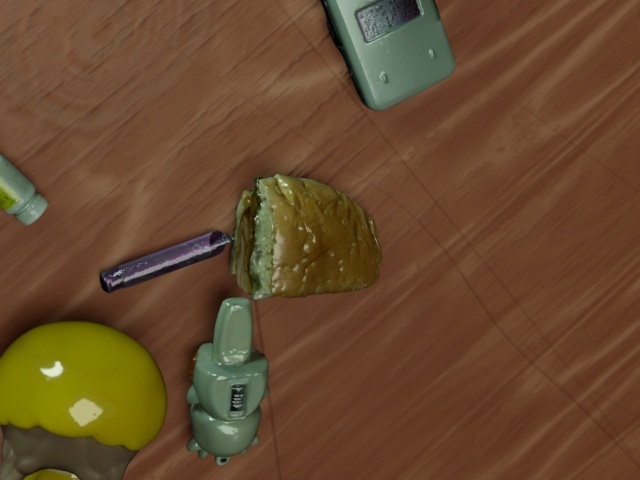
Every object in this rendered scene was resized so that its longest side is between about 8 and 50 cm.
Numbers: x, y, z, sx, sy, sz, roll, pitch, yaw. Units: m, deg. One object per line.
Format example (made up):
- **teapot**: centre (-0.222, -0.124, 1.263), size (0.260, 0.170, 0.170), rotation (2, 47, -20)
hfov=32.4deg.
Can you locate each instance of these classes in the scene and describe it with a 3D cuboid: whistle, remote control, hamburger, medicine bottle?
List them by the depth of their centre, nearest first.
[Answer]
- **medicine bottle**: centre (-0.367, -0.059, 1.306), size (0.047, 0.047, 0.083), rotation (-43, 117, -2)
- **remote control**: centre (0.064, -0.315, 1.375), size (0.140, 0.056, 0.296), rotation (-29, 115, -11)
- **whistle**: centre (-0.196, 0.026, 1.410), size (0.177, 0.033, 0.033), rotation (-20, 114, -13)
- **hamburger**: centre (0.000, 0.000, 1.420), size (0.208, 0.135, 0.155), rotation (5, 108, -25)
- **whistle**: centre (-0.123, 0.191, 1.458), size (0.102, 0.106, 0.253), rotation (-22, 127, -46)

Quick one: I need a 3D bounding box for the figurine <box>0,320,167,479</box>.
- **figurine**: centre (-0.305, 0.263, 1.381), size (0.215, 0.187, 0.343), rotation (4, 114, -9)
